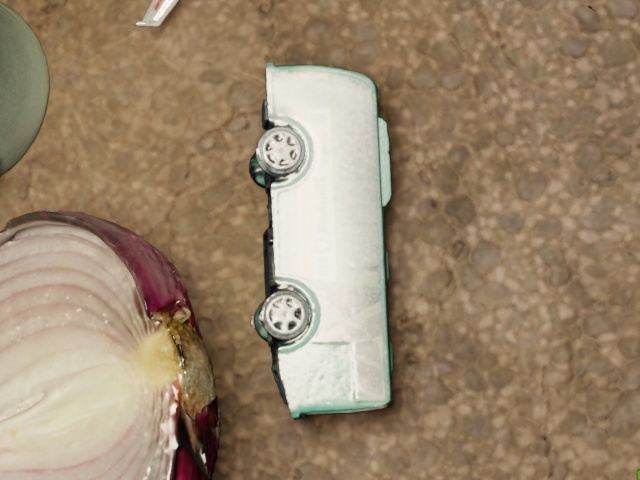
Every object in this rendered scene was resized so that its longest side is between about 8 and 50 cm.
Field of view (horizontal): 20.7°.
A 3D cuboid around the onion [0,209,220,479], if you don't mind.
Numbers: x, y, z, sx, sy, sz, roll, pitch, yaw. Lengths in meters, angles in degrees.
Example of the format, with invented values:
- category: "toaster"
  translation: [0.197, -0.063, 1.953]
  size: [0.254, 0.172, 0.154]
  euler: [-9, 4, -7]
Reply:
- category: "onion"
  translation: [-0.225, 0.138, 1.285]
  size: [0.349, 0.159, 0.267]
  euler: [-17, 71, 16]

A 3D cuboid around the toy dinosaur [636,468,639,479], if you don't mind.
- category: "toy dinosaur"
  translation: [0.210, 0.260, 1.218]
  size: [0.177, 0.152, 0.194]
  euler: [-24, 122, 8]

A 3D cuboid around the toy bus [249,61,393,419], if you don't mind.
- category: "toy bus"
  translation: [0.000, 0.000, 1.290]
  size: [0.109, 0.091, 0.261]
  euler: [-2, 86, 0]

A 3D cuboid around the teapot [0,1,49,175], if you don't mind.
- category: "teapot"
  translation: [-0.311, -0.133, 1.325]
  size: [0.162, 0.149, 0.239]
  euler: [-25, 82, 9]

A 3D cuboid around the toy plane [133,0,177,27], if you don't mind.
- category: "toy plane"
  translation: [-0.105, -0.244, 1.338]
  size: [0.171, 0.065, 0.162]
  euler: [-4, 84, 8]
